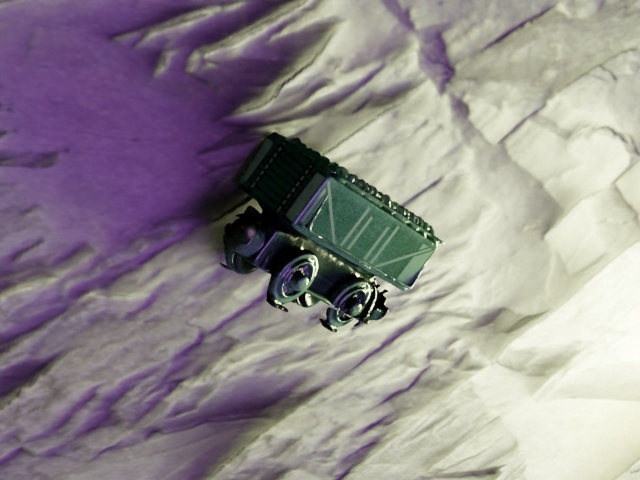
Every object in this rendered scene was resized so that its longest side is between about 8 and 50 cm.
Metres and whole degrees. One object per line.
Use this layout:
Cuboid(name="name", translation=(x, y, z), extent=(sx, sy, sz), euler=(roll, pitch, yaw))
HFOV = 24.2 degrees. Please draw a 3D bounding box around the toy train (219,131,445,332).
Cuboid(name="toy train", translation=(0.000, 0.000, 1.536), extent=(0.269, 0.115, 0.154), euler=(29, 92, -51))
